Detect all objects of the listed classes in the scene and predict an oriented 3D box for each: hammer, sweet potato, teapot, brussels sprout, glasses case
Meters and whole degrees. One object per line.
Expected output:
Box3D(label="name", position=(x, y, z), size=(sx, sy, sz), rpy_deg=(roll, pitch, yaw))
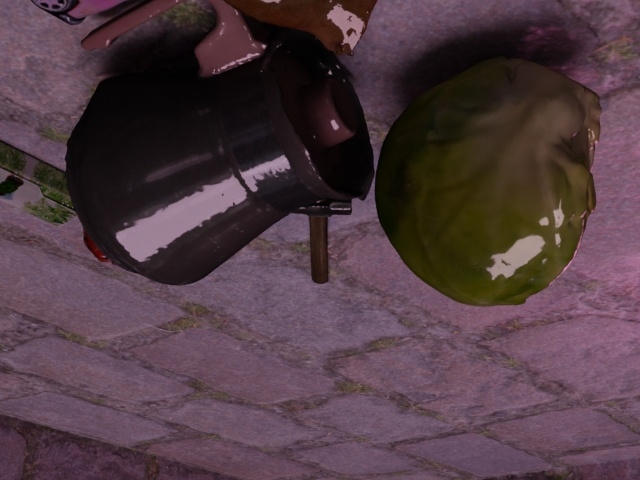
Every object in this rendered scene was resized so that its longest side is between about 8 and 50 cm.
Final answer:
Box3D(label="hammer", position=(0.000, 0.000, 1.701), size=(0.111, 0.044, 0.365), rpy_deg=(2, 155, 1))
Box3D(label="sweet potato", position=(-0.089, -0.318, 0.993), size=(0.336, 0.131, 0.131), rpy_deg=(19, 149, -25))
Box3D(label="teapot", position=(-0.142, -0.148, 1.208), size=(0.361, 0.306, 0.376), rpy_deg=(-19, 117, 22))
Box3D(label="brussels sprout", position=(0.231, -0.080, 1.220), size=(0.344, 0.344, 0.268), rpy_deg=(-15, 175, 33))
Box3D(label="glasses case", position=(-0.529, -0.110, 1.519), size=(0.095, 0.062, 0.272), rpy_deg=(-20, 145, 39))

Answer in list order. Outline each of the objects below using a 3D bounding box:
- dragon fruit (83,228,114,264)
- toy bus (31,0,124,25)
Box3D(label="dragon fruit", position=(-0.369, -0.013, 1.638), size=(0.125, 0.126, 0.246), rpy_deg=(-8, 168, -20))
Box3D(label="toy bus", position=(-0.292, -0.357, 0.935), size=(0.147, 0.128, 0.303), rpy_deg=(-11, 149, 22))
